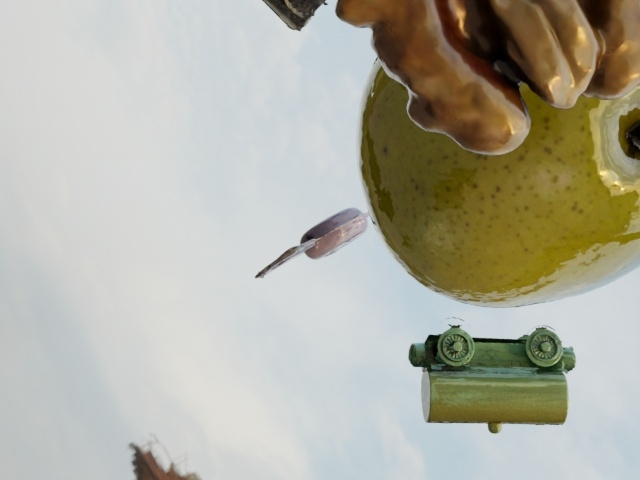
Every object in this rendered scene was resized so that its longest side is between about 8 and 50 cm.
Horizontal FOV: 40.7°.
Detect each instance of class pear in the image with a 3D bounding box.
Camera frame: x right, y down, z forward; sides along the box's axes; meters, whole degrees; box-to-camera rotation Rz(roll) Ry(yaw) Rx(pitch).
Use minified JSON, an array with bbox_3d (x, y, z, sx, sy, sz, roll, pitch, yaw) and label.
[{"bbox_3d":[0.163,-0.083,0.662,0.294,0.294,0.294,36,-41,39],"label":"pear"}]

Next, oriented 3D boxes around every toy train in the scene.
[{"bbox_3d":[0.309,0.244,1.539,0.126,0.307,0.190,103,-12,-67],"label":"toy train"}]

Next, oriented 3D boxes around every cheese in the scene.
[{"bbox_3d":[0.000,0.000,1.129,0.105,0.191,0.042,-37,-98,47],"label":"cheese"}]

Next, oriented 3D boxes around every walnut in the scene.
[{"bbox_3d":[0.065,-0.124,0.374,0.069,0.143,0.170,169,-102,-86],"label":"walnut"}]

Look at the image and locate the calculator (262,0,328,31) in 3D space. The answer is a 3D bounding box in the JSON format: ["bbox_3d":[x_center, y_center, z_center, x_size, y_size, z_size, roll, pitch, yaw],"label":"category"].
[{"bbox_3d":[-0.070,-0.447,1.257,0.261,0.161,0.021,43,13,-24],"label":"calculator"}]
